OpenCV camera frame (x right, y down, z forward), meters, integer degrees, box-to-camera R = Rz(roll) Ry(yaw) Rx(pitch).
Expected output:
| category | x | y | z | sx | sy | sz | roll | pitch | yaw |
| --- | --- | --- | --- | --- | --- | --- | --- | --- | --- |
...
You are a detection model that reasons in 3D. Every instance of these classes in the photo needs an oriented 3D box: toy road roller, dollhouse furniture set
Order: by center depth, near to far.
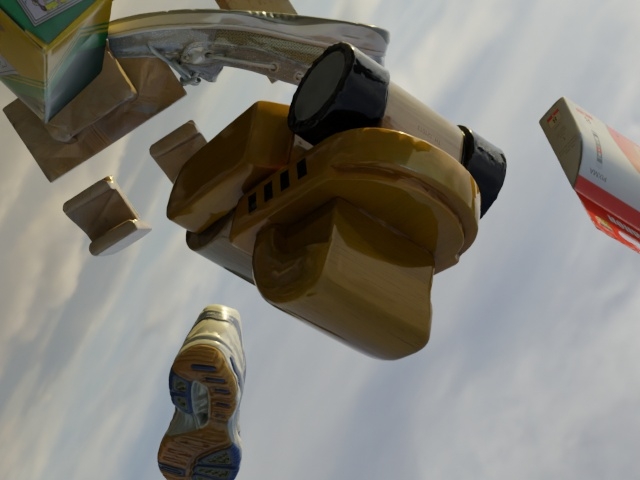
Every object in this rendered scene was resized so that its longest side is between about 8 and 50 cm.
| category | x | y | z | sx | sy | sz | roll | pitch | yaw |
| --- | --- | --- | --- | --- | --- | --- | --- | --- | --- |
| toy road roller | 0.000 | 0.000 | 0.990 | 0.329 | 0.202 | 0.240 | -31 | -143 | 44 |
| dollhouse furniture set | -0.227 | -0.232 | 1.461 | 0.394 | 0.362 | 0.256 | -33 | -179 | 1 |

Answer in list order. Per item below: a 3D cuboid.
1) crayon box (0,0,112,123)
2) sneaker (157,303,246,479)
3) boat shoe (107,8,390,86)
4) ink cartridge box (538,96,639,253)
| category | x | y | z | sx | sy | sz | roll | pitch | yaw |
| --- | --- | --- | --- | --- | --- | --- | --- | --- | --- |
| crayon box | -0.382 | -0.309 | 1.096 | 0.106 | 0.363 | 0.313 | -47 | -174 | -13 |
| sneaker | -0.140 | 0.212 | 1.395 | 0.131 | 0.112 | 0.296 | -75 | -179 | -49 |
| boat shoe | -0.081 | -0.205 | 1.197 | 0.118 | 0.320 | 0.103 | -139 | -127 | -73 |
| ink cartridge box | 0.296 | -0.051 | 1.034 | 0.045 | 0.145 | 0.179 | -50 | -150 | 24 |
